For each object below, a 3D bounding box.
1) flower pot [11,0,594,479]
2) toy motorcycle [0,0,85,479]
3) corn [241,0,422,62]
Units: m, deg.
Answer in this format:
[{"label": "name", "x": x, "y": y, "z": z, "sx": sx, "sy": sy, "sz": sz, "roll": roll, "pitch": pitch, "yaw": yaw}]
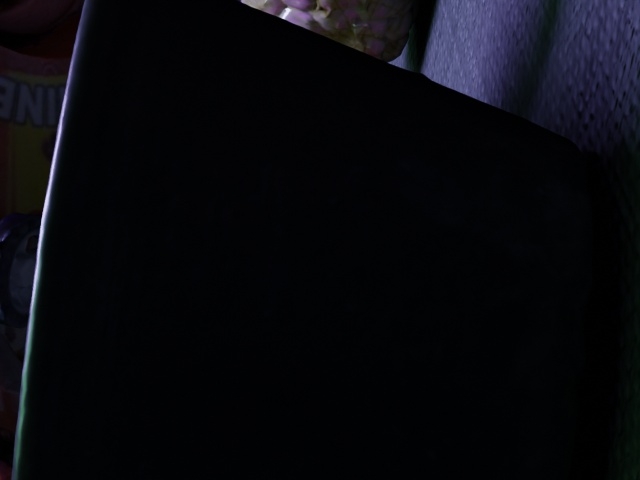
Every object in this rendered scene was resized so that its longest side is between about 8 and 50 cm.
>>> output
[{"label": "flower pot", "x": -0.003, "y": 0.033, "z": 0.530, "sx": 0.235, "sy": 0.148, "sz": 0.235, "roll": -172, "pitch": 90, "yaw": -88}, {"label": "toy motorcycle", "x": -0.115, "y": -0.017, "z": 0.653, "sx": 0.171, "sy": 0.089, "sz": 0.298, "roll": 9, "pitch": -89, "yaw": -77}, {"label": "corn", "x": 0.014, "y": -0.224, "z": 0.846, "sx": 0.126, "sy": 0.127, "sz": 0.335, "roll": -91, "pitch": 7, "yaw": -55}]
